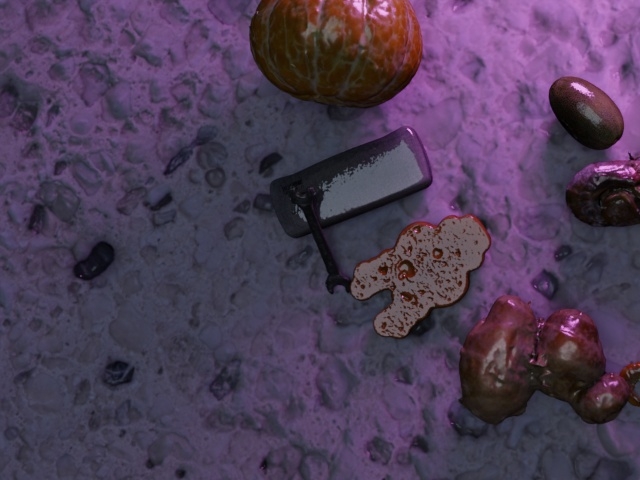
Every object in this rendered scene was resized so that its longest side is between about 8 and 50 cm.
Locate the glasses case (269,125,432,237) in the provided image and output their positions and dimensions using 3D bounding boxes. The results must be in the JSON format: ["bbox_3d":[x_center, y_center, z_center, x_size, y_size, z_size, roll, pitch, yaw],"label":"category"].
[{"bbox_3d":[0.060,-0.113,1.706,0.323,0.074,0.131,-21,83,14],"label":"glasses case"}]

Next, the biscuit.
[{"bbox_3d":[0.203,0.061,1.684,0.295,0.044,0.186,-33,85,13],"label":"biscuit"}]

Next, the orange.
[{"bbox_3d":[0.029,-0.378,1.590,0.329,0.329,0.249,5,88,15],"label":"orange"}]

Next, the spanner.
[{"bbox_3d":[0.000,0.000,1.693,0.054,0.015,0.254,-17,114,14],"label":"spanner"}]

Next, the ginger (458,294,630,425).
[{"bbox_3d":[0.410,0.226,1.568,0.304,0.155,0.245,2,88,16],"label":"ginger"}]

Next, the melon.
[{"bbox_3d":[0.491,-0.238,1.581,0.099,0.099,0.162,-43,77,11],"label":"melon"}]

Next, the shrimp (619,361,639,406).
[{"bbox_3d":[0.620,0.259,1.580,0.127,0.025,0.091,-28,83,17],"label":"shrimp"}]

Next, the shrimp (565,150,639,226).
[{"bbox_3d":[0.617,-0.109,1.539,0.343,0.116,0.145,-11,101,14],"label":"shrimp"}]
